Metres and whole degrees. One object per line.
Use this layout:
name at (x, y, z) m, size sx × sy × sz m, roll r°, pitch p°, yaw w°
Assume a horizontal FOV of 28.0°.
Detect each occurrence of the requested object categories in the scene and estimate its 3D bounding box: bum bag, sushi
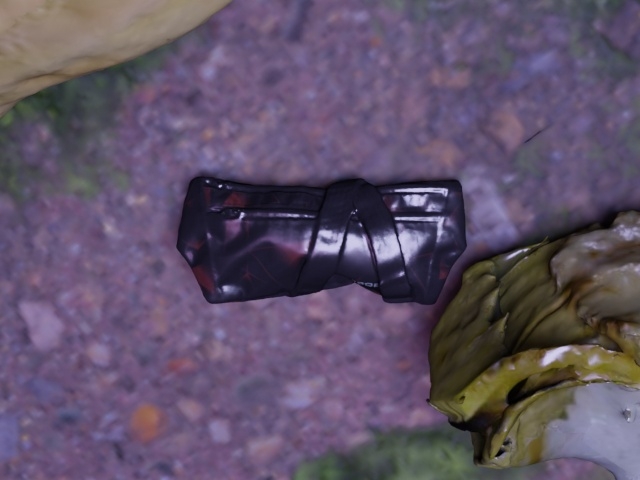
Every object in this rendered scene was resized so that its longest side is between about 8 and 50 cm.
bum bag at (0.000, 0.000, 0.548) m, size 0.124 × 0.034 × 0.058 m, roll -1°, pitch 94°, yaw 7°
sushi at (0.187, 0.055, 0.494) m, size 0.290 × 0.139 × 0.131 m, roll 3°, pitch 117°, yaw 4°

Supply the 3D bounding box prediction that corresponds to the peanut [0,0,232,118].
peanut at (-0.151, -0.099, 0.480) m, size 0.318 × 0.147 × 0.148 m, roll -21°, pitch 105°, yaw 5°
